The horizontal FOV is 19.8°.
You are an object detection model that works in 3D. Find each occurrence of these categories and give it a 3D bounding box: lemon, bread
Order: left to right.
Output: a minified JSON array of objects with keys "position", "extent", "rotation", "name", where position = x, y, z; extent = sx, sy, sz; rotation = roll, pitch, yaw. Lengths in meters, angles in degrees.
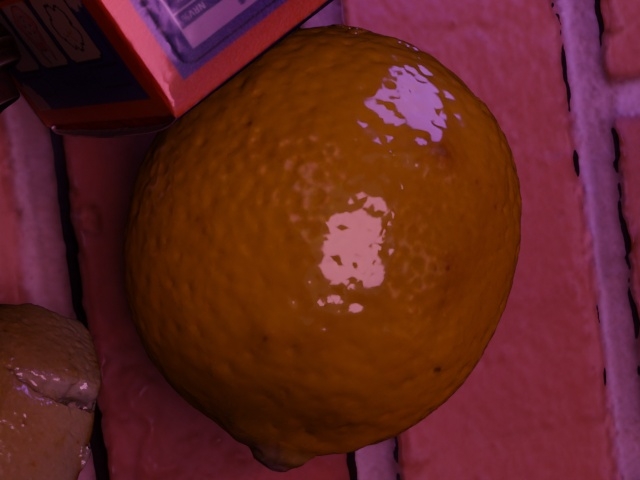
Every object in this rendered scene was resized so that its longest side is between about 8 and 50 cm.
[{"position":[-0.246,0.167,1.398],"extent":[0.124,0.186,0.257],"rotation":[24,73,-19],"name":"bread"},{"position":[0.001,-0.002,1.439],"extent":[0.336,0.336,0.336],"rotation":[-1,91,-25],"name":"lemon"}]

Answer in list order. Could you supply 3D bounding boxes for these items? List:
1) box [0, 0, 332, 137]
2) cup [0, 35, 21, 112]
[{"position":[-0.096,-0.274,1.382],"extent":[0.348,0.318,0.257],"rotation":[-40,106,-19],"name":"box"},{"position":[-0.354,-0.175,1.346],"extent":[0.196,0.196,0.280],"rotation":[-32,96,-21],"name":"cup"}]
